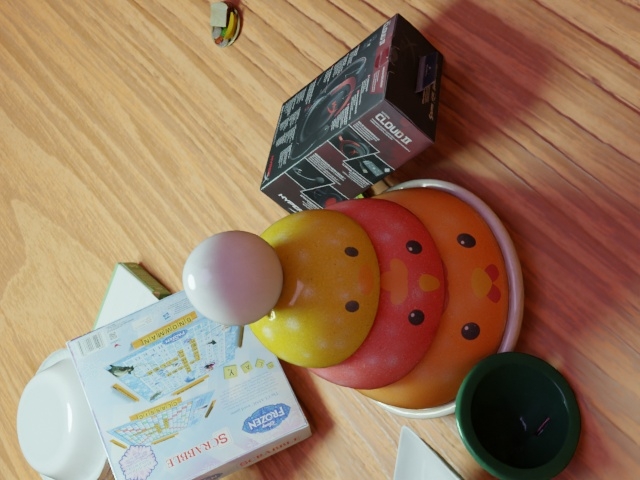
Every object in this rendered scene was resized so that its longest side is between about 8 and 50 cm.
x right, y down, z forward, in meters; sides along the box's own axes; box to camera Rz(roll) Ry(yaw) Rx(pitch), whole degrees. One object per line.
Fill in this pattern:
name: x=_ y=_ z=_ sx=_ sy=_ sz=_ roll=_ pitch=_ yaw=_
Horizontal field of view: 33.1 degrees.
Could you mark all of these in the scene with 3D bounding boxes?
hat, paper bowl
hat: x=0.239 y=0.279 z=1.477 sx=0.173 sy=0.208 sz=0.183 roll=29 pitch=151 yaw=3
paper bowl: x=-0.477 y=0.349 z=2.080 sx=0.284 sy=0.148 sz=0.284 roll=-6 pitch=80 yaw=41

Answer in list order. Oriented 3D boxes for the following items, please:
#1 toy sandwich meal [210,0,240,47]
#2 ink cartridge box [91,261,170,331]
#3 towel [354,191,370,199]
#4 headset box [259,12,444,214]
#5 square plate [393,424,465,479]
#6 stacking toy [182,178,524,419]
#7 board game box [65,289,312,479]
toy sandwich meal: x=-0.178 y=-0.393 z=1.955 sx=0.085 sy=0.029 sz=0.086 roll=-5 pitch=82 yaw=42
ink cartridge box: x=-0.331 y=0.169 z=2.024 sx=0.235 sy=0.056 sz=0.171 roll=35 pitch=110 yaw=35
towel: x=0.000 y=0.000 z=1.760 sx=0.237 sy=0.021 sz=0.102 roll=-51 pitch=55 yaw=27
headset box: x=0.059 y=-0.184 z=1.599 sx=0.293 sy=0.110 sz=0.218 roll=-34 pitch=30 yaw=35
square plate: x=0.192 y=0.473 z=1.435 sx=0.344 sy=0.049 sz=0.347 roll=37 pitch=127 yaw=56
stacking toy: x=0.013 y=0.073 z=1.430 sx=0.350 sy=0.479 sz=0.351 roll=-4 pitch=84 yaw=42
board game box: x=-0.221 y=0.246 z=1.783 sx=0.318 sy=0.066 sz=0.318 roll=-24 pitch=63 yaw=-5
